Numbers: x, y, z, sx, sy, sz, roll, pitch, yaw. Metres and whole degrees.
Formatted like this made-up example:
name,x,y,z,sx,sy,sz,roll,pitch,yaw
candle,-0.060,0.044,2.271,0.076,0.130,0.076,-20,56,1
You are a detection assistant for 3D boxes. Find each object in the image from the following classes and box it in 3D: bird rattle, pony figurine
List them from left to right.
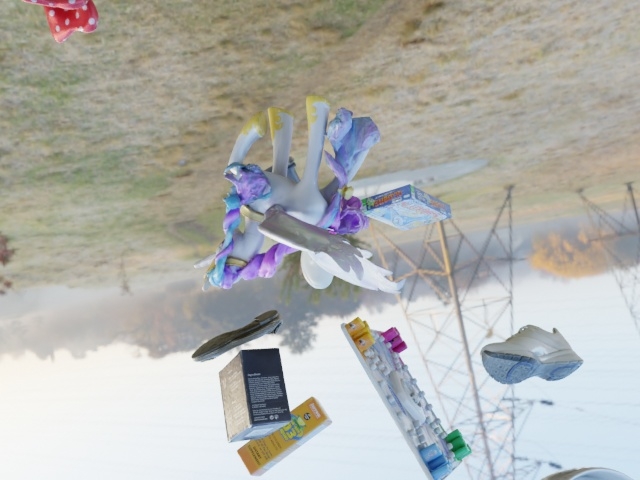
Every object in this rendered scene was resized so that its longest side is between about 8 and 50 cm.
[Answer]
name,x,y,z,sx,sy,sz,roll,pitch,yaw
bird rattle,-0.313,-0.403,0.858,0.207,0.253,0.143,-23,138,13
pony figurine,-0.029,-0.054,1.073,0.351,0.363,0.303,14,169,26

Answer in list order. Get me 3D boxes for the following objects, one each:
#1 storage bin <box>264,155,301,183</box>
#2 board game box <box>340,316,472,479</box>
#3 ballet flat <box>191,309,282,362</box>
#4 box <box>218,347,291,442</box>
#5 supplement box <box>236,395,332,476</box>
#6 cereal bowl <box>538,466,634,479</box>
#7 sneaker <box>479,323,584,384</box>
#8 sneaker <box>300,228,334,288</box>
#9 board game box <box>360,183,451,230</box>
name,x,y,z,sx,sy,sz,roll,pitch,yaw
storage bin,-0.099,-0.114,1.413,0.135,0.091,0.098,-30,-161,-2
board game box,0.218,0.366,1.508,0.050,0.390,0.390,-35,159,11
ballet flat,-0.210,0.256,1.620,0.250,0.058,0.084,-26,-162,-15
box,-0.141,0.326,1.329,0.093,0.158,0.156,1,152,-28
supplement box,-0.088,0.487,1.574,0.233,0.078,0.080,-35,154,-5
cereal bowl,0.407,0.532,0.996,0.339,0.339,0.141,-10,169,-32
sneaker,0.490,0.268,1.517,0.297,0.129,0.111,8,134,-31
sneaker,0.000,0.000,1.428,0.080,0.212,0.094,4,166,-6
board game box,0.203,-0.075,1.489,0.136,0.035,0.201,-17,159,35
